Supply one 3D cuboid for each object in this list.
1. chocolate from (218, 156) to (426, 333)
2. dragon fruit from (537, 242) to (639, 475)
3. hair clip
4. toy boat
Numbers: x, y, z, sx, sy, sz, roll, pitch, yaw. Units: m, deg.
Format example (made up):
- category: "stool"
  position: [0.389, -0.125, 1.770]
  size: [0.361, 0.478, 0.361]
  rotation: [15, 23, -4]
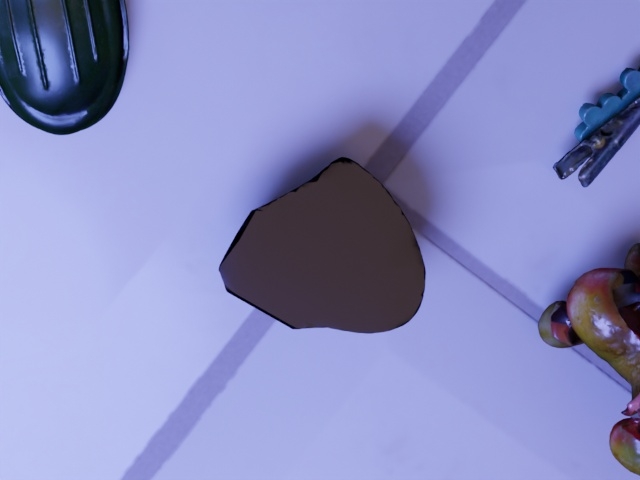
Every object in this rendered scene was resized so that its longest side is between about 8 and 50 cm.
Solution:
- category: "chocolate"
  position: [0.000, 0.000, 0.955]
  size: [0.148, 0.080, 0.125]
  rotation: [3, 94, -6]
- category: "dragon fruit"
  position: [0.338, 0.118, 0.978]
  size: [0.307, 0.243, 0.227]
  rotation: [39, 77, -22]
- category: "hair clip"
  position: [0.243, -0.111, 0.991]
  size: [0.173, 0.049, 0.049]
  rotation: [-42, 110, -3]
- category: "toy boat"
  position: [-0.187, -0.173, 0.878]
  size: [0.104, 0.052, 0.210]
  rotation: [-12, 109, -11]
